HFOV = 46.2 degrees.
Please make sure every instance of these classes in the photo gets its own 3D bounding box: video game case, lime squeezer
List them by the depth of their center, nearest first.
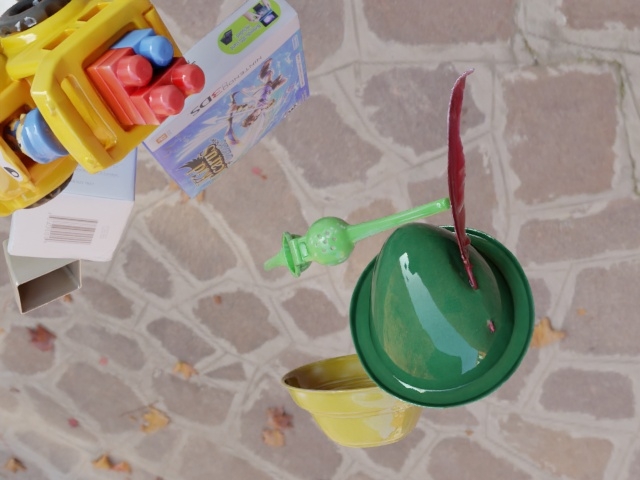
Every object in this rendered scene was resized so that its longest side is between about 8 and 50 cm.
[{"bbox_3d":[0.000,0.000,0.892,0.310,0.110,0.059,-21,102,42],"label":"lime squeezer"},{"bbox_3d":[-0.128,-0.186,1.018,0.244,0.269,0.061,-41,80,-5],"label":"video game case"}]

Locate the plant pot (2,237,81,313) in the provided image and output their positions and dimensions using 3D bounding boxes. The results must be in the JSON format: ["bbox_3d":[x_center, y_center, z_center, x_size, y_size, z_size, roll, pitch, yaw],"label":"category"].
[{"bbox_3d":[-0.474,0.040,1.255,0.096,0.109,0.109,54,150,17],"label":"plant pot"}]

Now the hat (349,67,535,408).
[{"bbox_3d":[0.082,0.016,0.631,0.173,0.208,0.183,-16,148,12],"label":"hat"}]

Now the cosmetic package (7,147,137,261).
[{"bbox_3d":[-0.352,-0.187,1.093,0.156,0.385,0.217,6,152,-23],"label":"cosmetic package"}]

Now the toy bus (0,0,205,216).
[{"bbox_3d":[-0.212,-0.123,0.662,0.211,0.220,0.149,12,142,40],"label":"toy bus"}]

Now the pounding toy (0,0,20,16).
[{"bbox_3d":[-0.518,-0.341,1.314,0.237,0.110,0.183,13,106,14],"label":"pounding toy"}]

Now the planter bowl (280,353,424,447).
[{"bbox_3d":[0.060,0.208,0.963,0.217,0.217,0.090,-6,92,16],"label":"planter bowl"}]
